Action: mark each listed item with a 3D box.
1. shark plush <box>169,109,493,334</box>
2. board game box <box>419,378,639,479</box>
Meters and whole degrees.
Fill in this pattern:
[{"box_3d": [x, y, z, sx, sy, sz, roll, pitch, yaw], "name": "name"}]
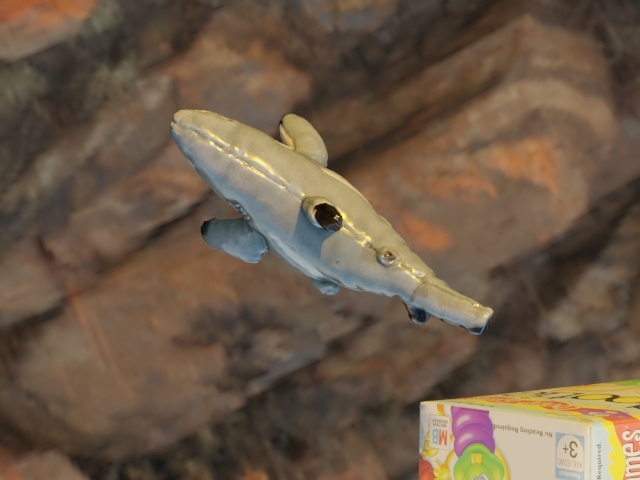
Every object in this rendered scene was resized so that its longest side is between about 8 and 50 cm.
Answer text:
[{"box_3d": [0.000, 0.000, 0.867, 0.073, 0.161, 0.067, -42, 161, -5], "name": "shark plush"}, {"box_3d": [0.208, 0.163, 1.212, 0.275, 0.142, 0.144, -2, -177, -40], "name": "board game box"}]
